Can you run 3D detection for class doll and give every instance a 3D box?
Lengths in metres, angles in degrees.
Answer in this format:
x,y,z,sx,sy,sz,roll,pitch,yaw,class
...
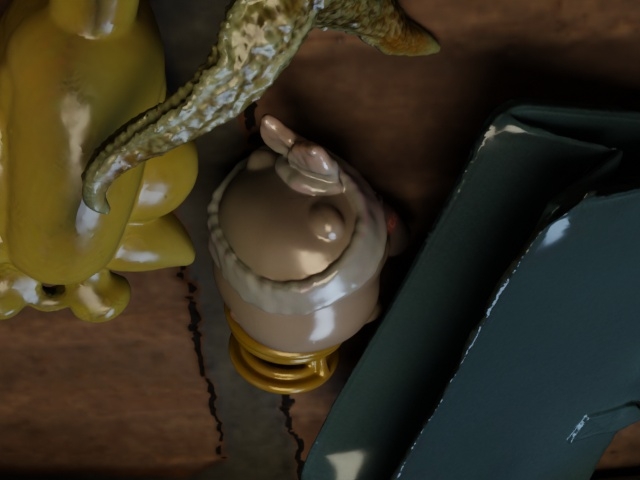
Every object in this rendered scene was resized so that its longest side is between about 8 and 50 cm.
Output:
x,y,z,sx,sy,sz,roll,pitch,yaw,class
0.000,0.000,0.610,0.084,0.073,0.127,-17,141,-23,doll
-0.074,-0.090,0.514,0.117,0.086,0.291,4,128,-12,doll

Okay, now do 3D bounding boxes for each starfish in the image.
x,y,z,sx,sy,sz,roll,pitch,yaw,class
-0.003,-0.094,0.488,0.223,0.050,0.217,-50,159,11,starfish

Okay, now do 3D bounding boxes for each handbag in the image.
x,y,z,sx,sy,sz,roll,pitch,yaw,class
0.090,0.042,0.632,0.144,0.057,0.221,-6,136,-32,handbag

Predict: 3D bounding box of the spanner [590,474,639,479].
x,y,z,sx,sy,sz,roll,pitch,yaw,class
0.077,0.157,0.725,0.325,0.096,0.040,-8,130,5,spanner
